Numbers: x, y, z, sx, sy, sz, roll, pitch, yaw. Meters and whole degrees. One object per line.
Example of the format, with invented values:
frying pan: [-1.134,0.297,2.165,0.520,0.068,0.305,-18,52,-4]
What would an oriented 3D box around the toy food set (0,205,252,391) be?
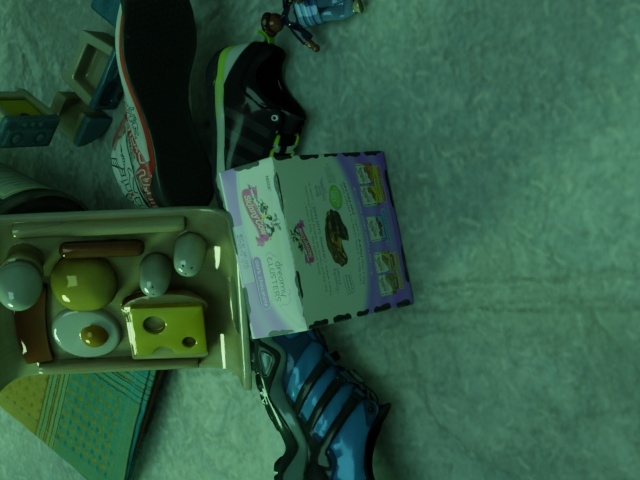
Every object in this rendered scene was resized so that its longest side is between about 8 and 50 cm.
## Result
toy food set: [-0.230,0.082,1.323,0.306,0.092,0.220,-2,124,0]

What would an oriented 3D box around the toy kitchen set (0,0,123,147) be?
toy kitchen set: [-0.275,-0.194,1.397,0.122,0.166,0.207,39,115,25]

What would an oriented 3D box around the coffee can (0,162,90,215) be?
coffee can: [-0.429,-0.008,1.463,0.275,0.201,0.202,25,108,33]

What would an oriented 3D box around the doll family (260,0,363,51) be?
doll family: [-0.028,-0.293,1.270,0.111,0.076,0.193,-15,81,16]

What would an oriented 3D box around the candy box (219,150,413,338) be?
candy box: [0.000,0.000,1.209,0.070,0.196,0.165,-13,87,35]

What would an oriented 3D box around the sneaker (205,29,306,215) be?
sneaker: [-0.061,-0.107,1.309,0.097,0.084,0.235,-12,89,33]

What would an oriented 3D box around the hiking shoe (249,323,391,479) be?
hiking shoe: [0.007,0.167,1.298,0.132,0.113,0.304,-13,80,5]

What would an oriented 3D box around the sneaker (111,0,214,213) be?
sneaker: [-0.193,-0.160,1.358,0.145,0.090,0.270,5,107,61]

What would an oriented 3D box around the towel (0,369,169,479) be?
towel: [-0.335,0.123,1.553,0.370,0.040,0.271,29,110,31]
